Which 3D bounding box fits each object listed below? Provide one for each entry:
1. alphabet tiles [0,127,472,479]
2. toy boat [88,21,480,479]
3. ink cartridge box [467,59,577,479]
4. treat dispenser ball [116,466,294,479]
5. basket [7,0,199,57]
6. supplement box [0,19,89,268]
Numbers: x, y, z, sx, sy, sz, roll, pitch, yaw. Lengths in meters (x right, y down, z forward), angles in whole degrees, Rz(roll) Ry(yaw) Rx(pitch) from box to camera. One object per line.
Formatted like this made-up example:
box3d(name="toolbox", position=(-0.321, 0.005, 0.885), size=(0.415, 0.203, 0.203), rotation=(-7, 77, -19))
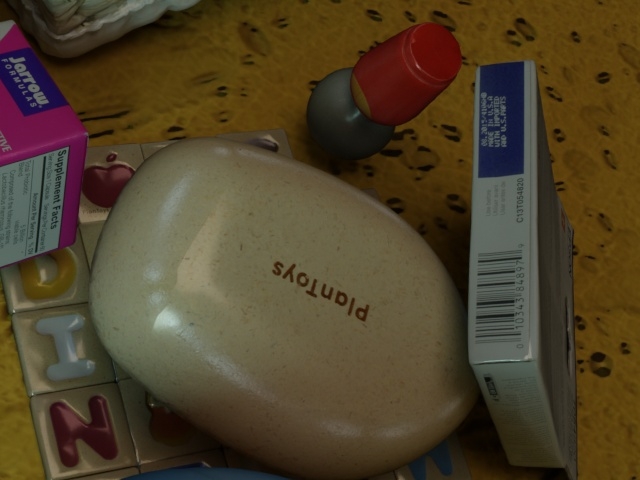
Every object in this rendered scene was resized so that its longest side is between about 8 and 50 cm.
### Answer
box3d(name="alphabet tiles", position=(-0.055, 0.080, 0.924), size=(0.285, 0.011, 0.343), rotation=(-8, 67, -25))
box3d(name="toy boat", position=(0.000, 0.000, 0.907), size=(0.267, 0.148, 0.318), rotation=(33, 61, -16))
box3d(name="ink cartridge box", position=(0.139, 0.031, 0.937), size=(0.045, 0.224, 0.223), rotation=(-4, 58, 15))
box3d(name="treat dispenser ball", position=(-0.057, 0.254, 0.665), size=(0.288, 0.288, 0.288), rotation=(9, 61, -17))
box3d(name="basket", position=(-0.127, -0.364, 0.937), size=(0.328, 0.266, 0.331), rotation=(-30, 77, -14))
box3d(name="supplement box", position=(-0.264, -0.036, 0.832), size=(0.220, 0.114, 0.111), rotation=(-20, 59, -31))
